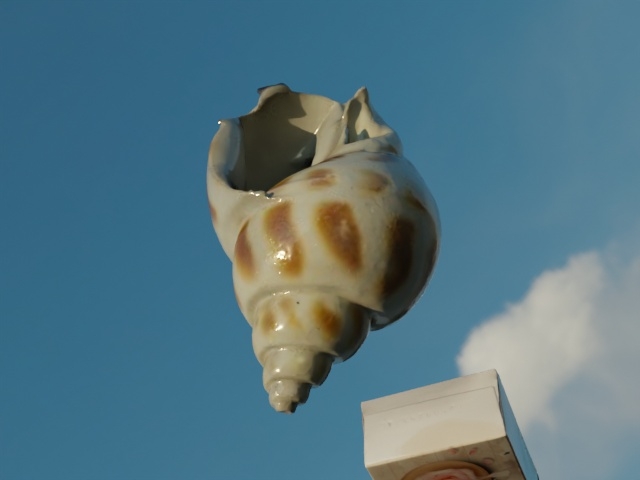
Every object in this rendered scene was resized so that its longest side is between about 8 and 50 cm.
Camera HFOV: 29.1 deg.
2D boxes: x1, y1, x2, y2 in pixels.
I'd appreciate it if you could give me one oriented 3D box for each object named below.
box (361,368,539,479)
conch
[{"bbox_3d":[0.131,0.221,1.187,0.135,0.081,0.199,-16,-47,13],"label":"box"},{"bbox_3d":[0.000,0.001,0.934,0.275,0.183,0.148,-70,-21,-54],"label":"conch"}]
